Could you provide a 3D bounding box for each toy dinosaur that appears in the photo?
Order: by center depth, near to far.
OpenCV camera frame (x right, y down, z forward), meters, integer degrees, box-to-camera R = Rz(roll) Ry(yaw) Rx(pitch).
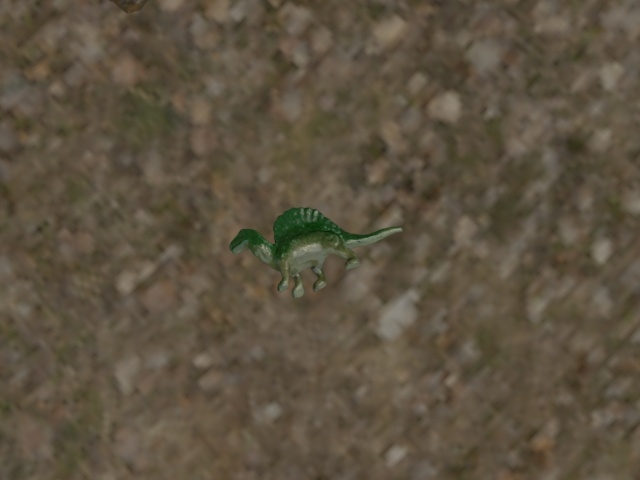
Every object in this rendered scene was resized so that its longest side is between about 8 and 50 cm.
[{"bbox_3d":[-0.001,0.000,1.349,0.119,0.060,0.029,-20,161,-11],"label":"toy dinosaur"}]

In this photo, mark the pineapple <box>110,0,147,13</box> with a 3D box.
[{"bbox_3d":[-0.121,-0.313,1.614,0.248,0.128,0.128,-51,145,4],"label":"pineapple"}]
